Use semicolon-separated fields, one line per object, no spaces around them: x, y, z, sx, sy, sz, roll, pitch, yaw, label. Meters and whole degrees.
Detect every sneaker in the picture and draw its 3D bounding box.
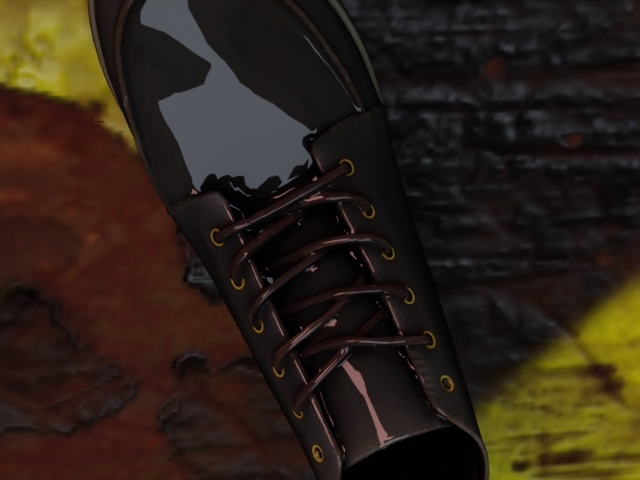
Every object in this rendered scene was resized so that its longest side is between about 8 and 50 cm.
0.000;0.000;0.608;0.083;0.118;0.222;-27;123;3;sneaker
